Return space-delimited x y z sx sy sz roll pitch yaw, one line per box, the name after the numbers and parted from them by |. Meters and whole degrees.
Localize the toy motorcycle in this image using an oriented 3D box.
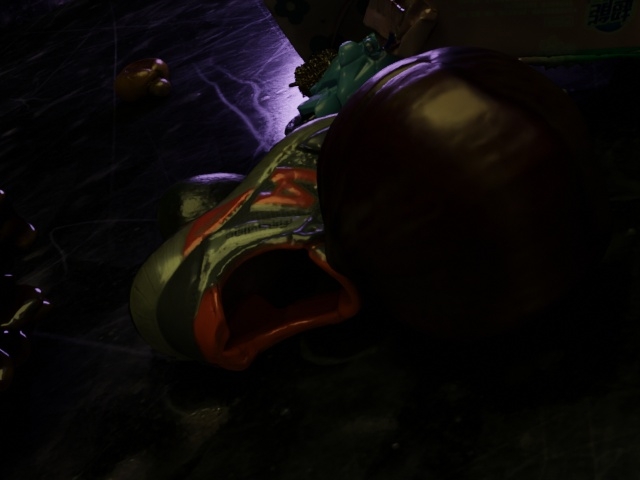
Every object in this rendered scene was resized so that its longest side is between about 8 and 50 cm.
0.076 -0.213 1.239 0.182 0.124 0.272 -12 27 45 | toy motorcycle

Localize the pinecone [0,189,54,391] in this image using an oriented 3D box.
-0.471 0.068 0.937 0.397 0.398 0.398 -19 26 10 | pinecone

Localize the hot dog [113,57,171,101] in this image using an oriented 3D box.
-0.301 -0.275 1.746 0.140 0.060 0.090 -5 35 46 | hot dog

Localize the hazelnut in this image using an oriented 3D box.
0.100 -0.040 0.773 0.229 0.230 0.229 -19 26 10 | hazelnut

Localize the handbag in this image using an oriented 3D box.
0.058 -0.347 1.420 0.251 0.193 0.190 -21 21 12 | handbag

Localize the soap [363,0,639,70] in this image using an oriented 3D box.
0.195 -0.242 1.060 0.273 0.098 0.218 -4 22 -8 | soap

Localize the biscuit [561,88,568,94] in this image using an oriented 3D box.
0.131 -0.083 0.937 0.290 0.141 0.038 -44 -2 -33 | biscuit

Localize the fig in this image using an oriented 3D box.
-0.073 -0.017 1.022 0.177 0.117 0.117 -17 22 -21 | fig

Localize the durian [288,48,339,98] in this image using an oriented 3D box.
0.001 -0.218 1.358 0.091 0.080 0.080 -12 28 11 | durian

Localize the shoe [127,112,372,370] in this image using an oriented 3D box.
0.000 0.000 0.904 0.336 0.132 0.171 -38 34 -21 | shoe
